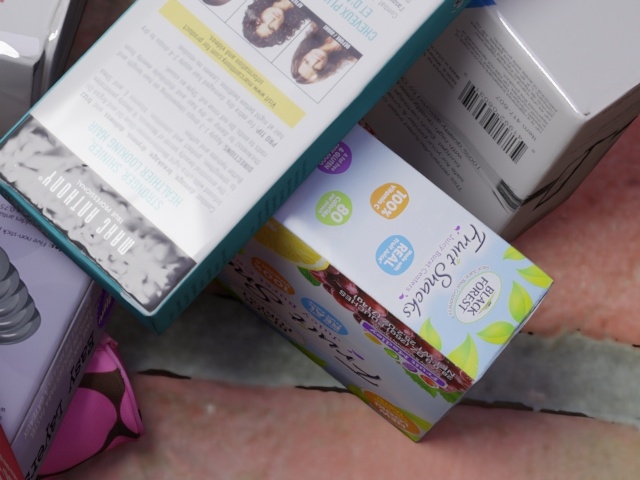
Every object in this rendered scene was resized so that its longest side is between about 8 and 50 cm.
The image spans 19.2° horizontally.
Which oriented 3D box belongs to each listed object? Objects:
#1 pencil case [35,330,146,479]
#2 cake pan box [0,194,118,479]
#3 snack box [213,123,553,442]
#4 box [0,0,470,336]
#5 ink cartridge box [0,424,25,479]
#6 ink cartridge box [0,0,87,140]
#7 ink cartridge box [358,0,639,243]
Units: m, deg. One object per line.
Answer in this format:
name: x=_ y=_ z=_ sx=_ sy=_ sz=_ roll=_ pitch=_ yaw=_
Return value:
pencil case: x=-0.190 y=0.095 z=0.911 sx=0.209 sy=0.098 sz=0.095 roll=-24 pitch=51 yaw=-19
cake pan box: x=-0.249 y=0.056 z=0.836 sx=0.267 sy=0.070 sz=0.246 roll=15 pitch=52 yaw=7
snack box: x=0.000 y=0.000 z=0.940 sx=0.207 sy=0.174 sz=0.070 roll=40 pitch=74 yaw=4
box: x=-0.026 y=-0.082 z=0.831 sx=0.100 sy=0.060 sz=0.244 roll=42 pitch=81 yaw=8
ink cartridge box: x=-0.266 y=-0.046 z=0.685 sx=0.160 sy=0.279 sz=0.384 roll=-27 pitch=59 yaw=-4
ink cartridge box: x=-0.261 y=-0.201 z=0.990 sx=0.306 sy=0.131 sz=0.226 roll=17 pitch=69 yaw=-5
ink cartridge box: x=0.085 y=-0.094 z=0.975 sx=0.086 sy=0.203 sz=0.148 roll=-35 pitch=80 yaw=-21
